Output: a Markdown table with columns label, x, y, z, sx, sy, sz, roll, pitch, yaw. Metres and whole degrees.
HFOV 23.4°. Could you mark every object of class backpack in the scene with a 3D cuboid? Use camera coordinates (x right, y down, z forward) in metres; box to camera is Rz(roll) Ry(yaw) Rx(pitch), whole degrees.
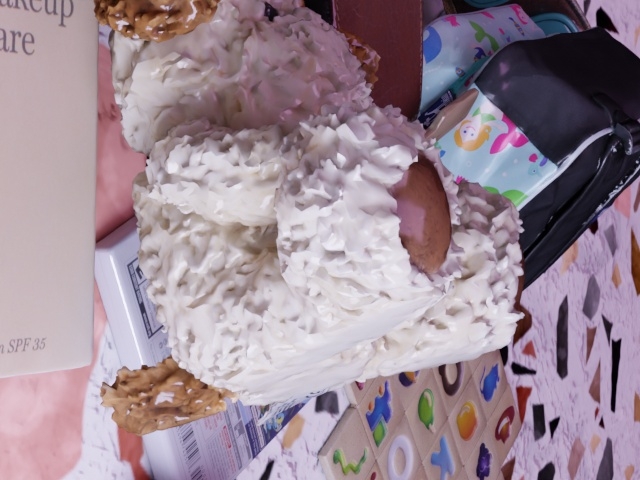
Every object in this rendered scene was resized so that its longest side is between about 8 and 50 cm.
| label | x | y | z | sx | sy | sz | roll | pitch | yaw |
| --- | --- | --- | --- | --- | --- | --- | --- | --- | --- |
| backpack | 0.114 | -0.044 | 1.144 | 0.225 | 0.191 | 0.253 | -21 | 149 | -56 |

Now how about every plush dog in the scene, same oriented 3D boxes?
| label | x | y | z | sx | sy | sz | roll | pitch | yaw |
| --- | --- | --- | --- | --- | --- | --- | --- | --- | --- |
| plush dog | -0.032 | -0.039 | 0.770 | 0.262 | 0.211 | 0.225 | 26 | 46 | -68 |

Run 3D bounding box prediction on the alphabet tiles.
| label | x | y | z | sx | sy | sz | roll | pitch | yaw |
| --- | --- | --- | --- | --- | --- | --- | --- | --- | --- |
| alphabet tiles | 0.094 | 0.170 | 1.319 | 0.285 | 0.011 | 0.342 | -54 | 135 | -43 |

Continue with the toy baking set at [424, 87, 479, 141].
| label | x | y | z | sx | sy | sz | roll | pitch | yaw |
| --- | --- | --- | --- | --- | --- | --- | --- | --- | --- |
| toy baking set | -0.003 | 0.002 | 0.968 | 0.256 | 0.030 | 0.197 | -54 | 166 | 20 |

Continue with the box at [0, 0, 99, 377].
| label | x | y | z | sx | sy | sz | roll | pitch | yaw |
| --- | --- | --- | --- | --- | --- | --- | --- | --- | --- |
| box | -0.192 | -0.093 | 0.722 | 0.148 | 0.121 | 0.311 | -4 | 96 | -59 |

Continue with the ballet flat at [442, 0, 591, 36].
| label | x | y | z | sx | sy | sz | roll | pitch | yaw |
| --- | --- | --- | --- | --- | --- | --- | --- | --- | --- |
| ballet flat | 0.156 | -0.202 | 1.275 | 0.123 | 0.123 | 0.348 | -55 | 128 | -41 |

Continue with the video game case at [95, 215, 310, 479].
| label | x | y | z | sx | sy | sz | roll | pitch | yaw |
| --- | --- | --- | --- | --- | --- | --- | --- | --- | --- |
| video game case | -0.069 | 0.056 | 1.030 | 0.183 | 0.023 | 0.201 | -42 | 126 | -50 |

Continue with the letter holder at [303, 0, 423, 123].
| label | x | y | z | sx | sy | sz | roll | pitch | yaw |
| --- | --- | --- | --- | --- | --- | --- | --- | --- | --- |
| letter holder | -0.012 | -0.221 | 0.986 | 0.214 | 0.152 | 0.301 | -20 | 109 | -59 |

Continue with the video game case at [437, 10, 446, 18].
| label | x | y | z | sx | sy | sz | roll | pitch | yaw |
| --- | --- | --- | --- | --- | --- | --- | --- | --- | --- |
| video game case | 0.146 | -0.156 | 1.374 | 0.157 | 0.019 | 0.143 | -50 | 132 | -44 |
